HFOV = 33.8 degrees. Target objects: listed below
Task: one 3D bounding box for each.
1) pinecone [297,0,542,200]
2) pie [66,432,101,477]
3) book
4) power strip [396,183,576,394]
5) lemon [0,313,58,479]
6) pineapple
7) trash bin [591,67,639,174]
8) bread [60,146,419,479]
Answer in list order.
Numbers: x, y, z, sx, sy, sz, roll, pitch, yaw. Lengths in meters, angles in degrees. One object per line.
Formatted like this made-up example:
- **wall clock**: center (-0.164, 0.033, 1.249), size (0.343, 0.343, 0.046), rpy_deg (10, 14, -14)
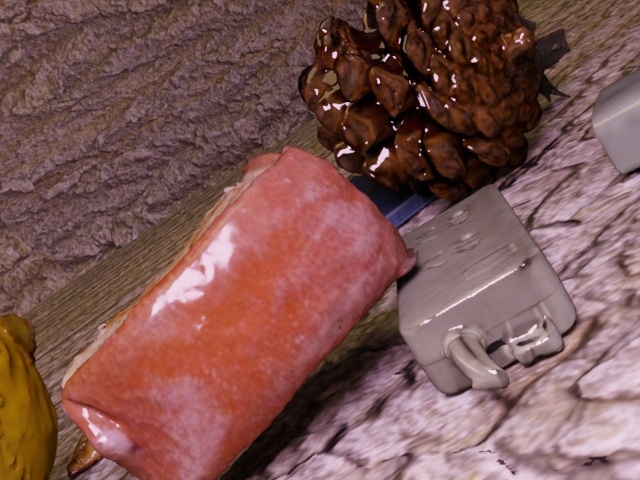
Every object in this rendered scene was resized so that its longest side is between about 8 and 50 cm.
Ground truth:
- **pinecone**: center (0.103, -0.151, 1.041), size (0.243, 0.243, 0.257), rpy_deg (-38, -9, -34)
- **pie**: center (-0.163, 0.145, 0.947), size (0.170, 0.034, 0.092), rpy_deg (-40, 13, -14)
- **book**: center (0.000, 0.000, 1.139), size (0.269, 0.025, 0.191), rpy_deg (-36, 18, -27)
- **power strip**: center (0.097, 0.029, 0.660), size (0.093, 0.053, 0.288), rpy_deg (-31, 9, 9)
- **lemon**: center (-0.338, 0.161, 0.773), size (0.284, 0.260, 0.260), rpy_deg (-24, 4, -34)
- **pineapple**: center (0.171, -0.184, 1.274), size (0.277, 0.130, 0.119), rpy_deg (-20, 14, 49)
- **trash bin**: center (0.278, -0.112, 0.788), size (0.130, 0.059, 0.116), rpy_deg (-28, 10, 28)
- **bread**: center (-0.055, 0.053, 0.664), size (0.244, 0.123, 0.190), rpy_deg (-52, 9, -24)
